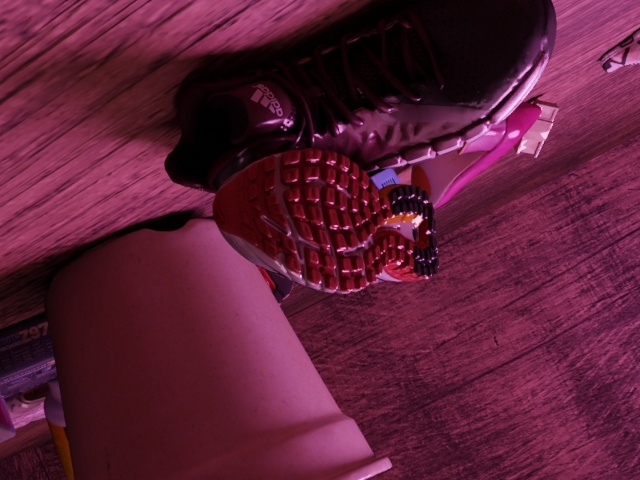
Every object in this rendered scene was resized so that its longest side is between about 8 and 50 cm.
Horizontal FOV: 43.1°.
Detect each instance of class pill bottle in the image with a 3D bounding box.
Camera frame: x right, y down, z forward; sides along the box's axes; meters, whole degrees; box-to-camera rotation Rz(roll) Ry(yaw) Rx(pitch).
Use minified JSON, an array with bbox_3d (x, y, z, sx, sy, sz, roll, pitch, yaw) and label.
[{"bbox_3d":[-0.335,0.275,1.197,0.117,0.215,0.117,-6,-153,3],"label":"pill bottle"}]

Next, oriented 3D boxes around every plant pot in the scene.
[{"bbox_3d":[-0.138,0.157,0.850,0.333,0.306,0.334,-21,165,-6],"label":"plant pot"}]

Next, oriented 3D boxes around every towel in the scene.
[{"bbox_3d":[-0.576,0.331,1.654,0.331,0.053,0.317,-32,171,31],"label":"towel"}]

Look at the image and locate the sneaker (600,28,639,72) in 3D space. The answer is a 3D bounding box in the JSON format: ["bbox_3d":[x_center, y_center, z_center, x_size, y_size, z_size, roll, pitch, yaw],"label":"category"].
[{"bbox_3d":[0.413,-0.245,1.068,0.040,0.044,0.109,-25,175,-24],"label":"sneaker"}]

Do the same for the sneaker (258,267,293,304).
[{"bbox_3d":[-0.170,0.124,1.202,0.136,0.116,0.314,-20,-165,47],"label":"sneaker"}]

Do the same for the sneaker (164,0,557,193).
[{"bbox_3d":[0.013,-0.092,0.537,0.281,0.107,0.162,-29,169,26],"label":"sneaker"}]

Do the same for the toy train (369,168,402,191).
[{"bbox_3d":[0.040,-0.031,1.152,0.105,0.080,0.184,-27,175,-45],"label":"toy train"}]

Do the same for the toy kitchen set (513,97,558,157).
[{"bbox_3d":[0.294,-0.180,1.190,0.068,0.075,0.083,11,126,-8],"label":"toy kitchen set"}]

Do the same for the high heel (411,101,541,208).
[{"bbox_3d":[0.207,-0.115,1.126,0.117,0.082,0.244,-13,156,-19],"label":"high heel"}]

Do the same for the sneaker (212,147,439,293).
[{"bbox_3d":[0.000,0.000,0.545,0.092,0.088,0.225,-11,167,29],"label":"sneaker"}]

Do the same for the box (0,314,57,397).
[{"bbox_3d":[-0.379,0.151,1.040,0.232,0.059,0.183,-22,172,-24],"label":"box"}]

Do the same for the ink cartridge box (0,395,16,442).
[{"bbox_3d":[-0.457,0.184,0.805,0.185,0.065,0.311,-26,159,-7],"label":"ink cartridge box"}]

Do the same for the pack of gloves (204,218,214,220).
[{"bbox_3d":[-0.139,0.020,1.013,0.195,0.046,0.232,-28,173,22],"label":"pack of gloves"}]
